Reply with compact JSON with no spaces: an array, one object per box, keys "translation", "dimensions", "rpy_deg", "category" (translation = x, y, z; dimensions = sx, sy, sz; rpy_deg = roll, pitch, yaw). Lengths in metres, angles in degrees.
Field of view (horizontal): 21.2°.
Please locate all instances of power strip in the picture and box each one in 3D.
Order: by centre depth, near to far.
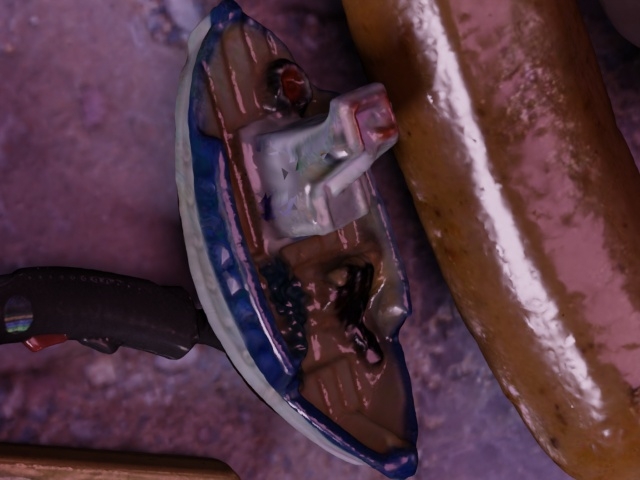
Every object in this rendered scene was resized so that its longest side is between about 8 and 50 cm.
[{"translation":[-0.173,0.138,0.891],"dimensions":[0.305,0.044,0.064],"rpy_deg":[8,96,-24],"category":"power strip"}]

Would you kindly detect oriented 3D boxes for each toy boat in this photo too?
[{"translation":[0.000,0.000,0.890],"dimensions":[0.114,0.115,0.262],"rpy_deg":[-24,106,-42],"category":"toy boat"}]

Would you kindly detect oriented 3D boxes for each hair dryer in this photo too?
[{"translation":[-0.130,0.072,0.865],"dimensions":[0.271,0.091,0.235],"rpy_deg":[-1,76,-33],"category":"hair dryer"}]

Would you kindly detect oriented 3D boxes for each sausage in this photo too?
[{"translation":[0.094,-0.081,0.923],"dimensions":[0.123,0.136,0.501],"rpy_deg":[-32,109,-29],"category":"sausage"}]

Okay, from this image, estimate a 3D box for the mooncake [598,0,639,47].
[{"translation":[0.258,-0.199,0.924],"dimensions":[0.306,0.154,0.306],"rpy_deg":[9,76,-41],"category":"mooncake"}]
